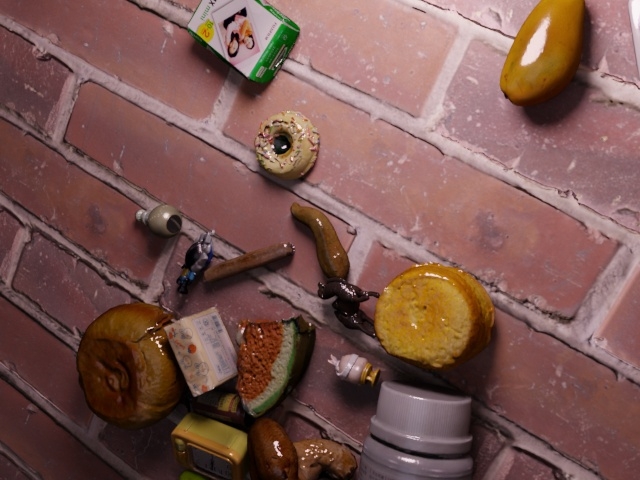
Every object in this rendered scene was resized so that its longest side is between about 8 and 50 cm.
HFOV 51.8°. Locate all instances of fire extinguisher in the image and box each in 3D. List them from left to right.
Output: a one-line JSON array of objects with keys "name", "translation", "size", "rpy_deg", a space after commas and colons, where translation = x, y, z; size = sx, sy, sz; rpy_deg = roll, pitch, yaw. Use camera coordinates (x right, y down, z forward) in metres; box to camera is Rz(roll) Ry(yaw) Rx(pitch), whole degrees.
[{"name": "fire extinguisher", "translation": [-0.293, 0.448, 1.754], "size": [0.252, 0.075, 0.106], "rpy_deg": [7, 89, 23]}]

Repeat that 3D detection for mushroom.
[{"name": "mushroom", "translation": [-0.081, 0.548, 1.615], "size": [0.267, 0.254, 0.268], "rpy_deg": [6, 99, 44]}]

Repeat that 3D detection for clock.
[{"name": "clock", "translation": [-0.282, 0.548, 1.725], "size": [0.202, 0.096, 0.143], "rpy_deg": [15, 125, 18]}]

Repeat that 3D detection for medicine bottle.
[{"name": "medicine bottle", "translation": [0.211, 0.477, 1.441], "size": [0.245, 0.245, 0.307], "rpy_deg": [8, 89, 23]}]

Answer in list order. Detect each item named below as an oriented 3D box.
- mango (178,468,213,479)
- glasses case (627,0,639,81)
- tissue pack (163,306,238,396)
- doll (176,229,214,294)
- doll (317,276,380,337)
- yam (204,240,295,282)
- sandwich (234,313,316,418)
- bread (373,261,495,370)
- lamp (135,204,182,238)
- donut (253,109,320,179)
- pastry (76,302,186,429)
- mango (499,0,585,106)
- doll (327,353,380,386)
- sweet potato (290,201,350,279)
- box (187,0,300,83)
[{"name": "mango", "translation": [-0.306, 0.776, 1.753], "size": [0.192, 0.156, 0.343], "rpy_deg": [-16, 84, 15]}, {"name": "glasses case", "translation": [0.643, -0.387, 1.269], "size": [0.076, 0.049, 0.197], "rpy_deg": [-8, 92, 25]}, {"name": "tissue pack", "translation": [-0.300, 0.287, 1.705], "size": [0.092, 0.148, 0.196], "rpy_deg": [-29, 83, 26]}, {"name": "doll", "translation": [-0.327, 0.050, 1.736], "size": [0.195, 0.070, 0.096], "rpy_deg": [-58, 36, 21]}, {"name": "doll", "translation": [0.065, 0.150, 1.563], "size": [0.165, 0.057, 0.139], "rpy_deg": [13, 127, 30]}, {"name": "yam", "translation": [-0.183, 0.054, 1.686], "size": [0.263, 0.046, 0.046], "rpy_deg": [-20, 87, 24]}, {"name": "sandwich", "translation": [-0.126, 0.299, 1.656], "size": [0.212, 0.109, 0.292], "rpy_deg": [12, 98, 29]}, {"name": "bread", "translation": [0.243, 0.168, 1.453], "size": [0.268, 0.145, 0.269], "rpy_deg": [0, 90, 23]}, {"name": "lamp", "translation": [-0.445, -0.059, 1.780], "size": [0.163, 0.091, 0.091], "rpy_deg": [14, 101, 39]}, {"name": "donut", "translation": [-0.087, -0.232, 1.603], "size": [0.174, 0.068, 0.175], "rpy_deg": [3, 97, 24]}, {"name": "pastry", "translation": [-0.510, 0.342, 1.797], "size": [0.355, 0.164, 0.356], "rpy_deg": [1, 93, 23]}, {"name": "mango", "translation": [0.457, -0.385, 1.322], "size": [0.138, 0.113, 0.253], "rpy_deg": [28, 99, 23]}, {"name": "doll", "translation": [0.077, 0.315, 1.585], "size": [0.127, 0.073, 0.084], "rpy_deg": [18, 134, 20]}, {"name": "sweet potato", "translation": [0.004, -0.005, 1.591], "size": [0.081, 0.062, 0.233], "rpy_deg": [-35, 78, 24]}, {"name": "box", "translation": [-0.188, -0.514, 1.603], "size": [0.250, 0.103, 0.180], "rpy_deg": [41, 109, 15]}]
